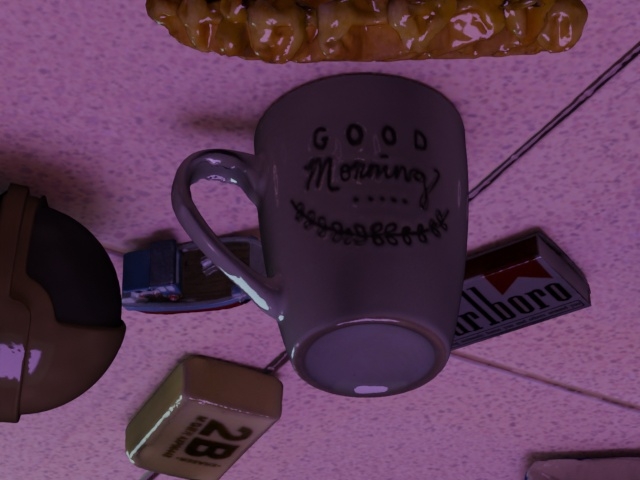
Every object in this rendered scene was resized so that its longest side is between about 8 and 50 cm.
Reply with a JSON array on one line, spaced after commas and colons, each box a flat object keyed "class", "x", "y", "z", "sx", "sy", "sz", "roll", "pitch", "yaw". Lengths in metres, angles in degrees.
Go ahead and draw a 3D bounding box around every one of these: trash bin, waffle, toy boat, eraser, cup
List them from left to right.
[{"class": "trash bin", "x": -0.337, "y": 0.047, "z": 1.744, "sx": 0.333, "sy": 0.214, "sz": 0.214, "roll": 9, "pitch": 145, "yaw": -3}, {"class": "toy boat", "x": -0.113, "y": 0.030, "z": 1.848, "sx": 0.172, "sy": 0.069, "sz": 0.059, "roll": -6, "pitch": 154, "yaw": 14}, {"class": "eraser", "x": -0.126, "y": 0.195, "z": 2.101, "sx": 0.117, "sy": 0.058, "sz": 0.172, "roll": 15, "pitch": 143, "yaw": -23}, {"class": "cup", "x": 0.000, "y": 0.000, "z": 1.669, "sx": 0.258, "sy": 0.234, "sz": 0.186, "roll": 6, "pitch": 145, "yaw": -8}, {"class": "waffle", "x": 0.045, "y": -0.163, "z": 1.431, "sx": 0.329, "sy": 0.062, "sz": 0.329, "roll": 0, "pitch": -173, "yaw": 0}]

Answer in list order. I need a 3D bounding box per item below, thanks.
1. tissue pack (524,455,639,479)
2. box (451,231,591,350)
[{"class": "tissue pack", "x": 0.335, "y": 0.368, "z": 2.313, "sx": 0.209, "sy": 0.137, "sz": 0.270, "roll": 0, "pitch": 147, "yaw": -1}, {"class": "box", "x": 0.162, "y": 0.054, "z": 1.929, "sx": 0.177, "sy": 0.036, "sz": 0.115, "roll": -20, "pitch": 142, "yaw": 25}]
